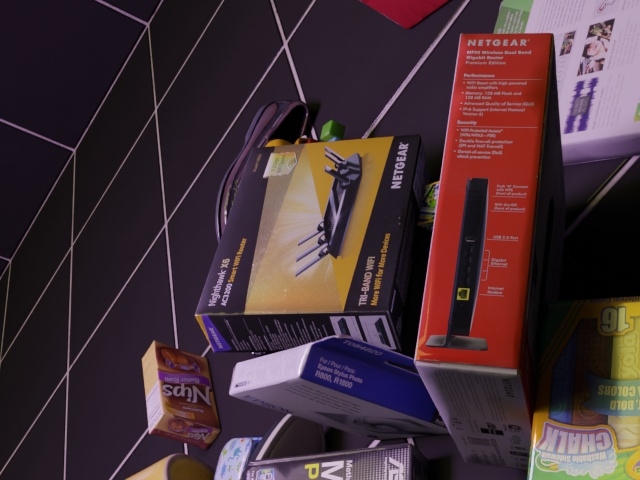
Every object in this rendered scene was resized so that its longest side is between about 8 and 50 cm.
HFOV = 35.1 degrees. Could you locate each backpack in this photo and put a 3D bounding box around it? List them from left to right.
[{"bbox_3d":[-0.100,0.327,1.437,0.114,0.084,0.105,-21,50,58],"label":"backpack"}]

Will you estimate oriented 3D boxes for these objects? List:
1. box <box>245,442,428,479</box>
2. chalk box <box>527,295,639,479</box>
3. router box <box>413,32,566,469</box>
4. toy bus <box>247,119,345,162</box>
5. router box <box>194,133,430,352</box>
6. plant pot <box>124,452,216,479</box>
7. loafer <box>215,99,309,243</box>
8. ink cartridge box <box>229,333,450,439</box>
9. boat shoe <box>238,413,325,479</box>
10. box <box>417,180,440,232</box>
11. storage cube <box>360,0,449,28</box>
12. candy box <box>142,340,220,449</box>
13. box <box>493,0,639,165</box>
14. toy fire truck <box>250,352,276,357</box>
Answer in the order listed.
[{"bbox_3d":[0.010,0.372,1.127,0.216,0.060,0.270,-11,55,25],"label":"box"},{"bbox_3d":[0.257,0.166,0.824,0.132,0.132,0.213,-5,62,36],"label":"chalk box"},{"bbox_3d":[0.170,0.027,0.938,0.082,0.335,0.301,4,67,17],"label":"router box"},{"bbox_3d":[-0.060,-0.104,1.564,0.202,0.104,0.190,-3,66,63],"label":"toy bus"},{"bbox_3d":[0.000,0.000,1.294,0.243,0.081,0.308,-3,46,18],"label":"router box"},{"bbox_3d":[-0.247,0.443,1.462,0.239,0.254,0.254,-43,33,14],"label":"plant pot"},{"bbox_3d":[-0.097,-0.113,1.752,0.095,0.109,0.302,-10,58,54],"label":"loafer"},{"bbox_3d":[0.045,0.173,1.140,0.224,0.223,0.045,-26,48,54],"label":"ink cartridge box"},{"bbox_3d":[-0.096,0.376,1.311,0.113,0.127,0.340,-6,61,45],"label":"boat shoe"},{"bbox_3d":[0.193,-0.049,1.227,0.169,0.054,0.059,-18,54,57],"label":"box"},{"bbox_3d":[0.129,-0.467,1.520,0.193,0.184,0.214,-26,48,53],"label":"storage cube"},{"bbox_3d":[-0.237,0.259,1.709,0.053,0.109,0.186,-54,30,24],"label":"candy box"},{"bbox_3d":[0.299,-0.200,1.152,0.322,0.059,0.232,-2,68,59],"label":"box"},{"bbox_3d":[0.024,0.083,1.365,0.246,0.158,0.217,9,83,42],"label":"toy fire truck"}]
